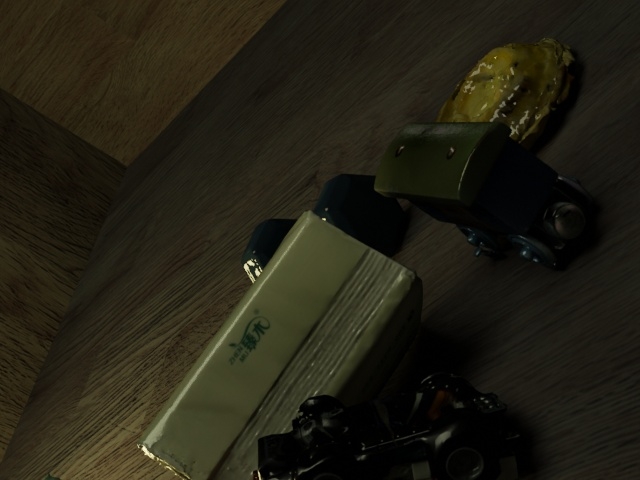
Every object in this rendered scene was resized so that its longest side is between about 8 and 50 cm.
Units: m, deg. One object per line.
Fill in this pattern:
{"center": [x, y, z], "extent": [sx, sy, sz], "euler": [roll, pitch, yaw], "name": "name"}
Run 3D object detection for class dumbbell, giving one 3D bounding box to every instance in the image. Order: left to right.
{"center": [0.000, 0.000, 2.149], "extent": [0.325, 0.160, 0.144], "euler": [-27, 63, 54], "name": "dumbbell"}

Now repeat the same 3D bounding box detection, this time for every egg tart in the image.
{"center": [0.260, -0.198, 1.905], "extent": [0.279, 0.095, 0.279], "euler": [-49, 19, 24], "name": "egg tart"}

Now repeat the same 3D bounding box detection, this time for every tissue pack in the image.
{"center": [-0.039, 0.185, 1.703], "extent": [0.380, 0.207, 0.297], "euler": [-55, -13, -13], "name": "tissue pack"}

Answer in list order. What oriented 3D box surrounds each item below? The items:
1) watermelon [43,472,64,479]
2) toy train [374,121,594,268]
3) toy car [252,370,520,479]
{"center": [-0.326, 0.487, 2.015], "extent": [0.302, 0.264, 0.151], "euler": [-10, 51, 60], "name": "watermelon"}
{"center": [0.212, -0.067, 1.651], "extent": [0.131, 0.202, 0.300], "euler": [-59, 19, -7], "name": "toy train"}
{"center": [0.070, 0.240, 1.455], "extent": [0.301, 0.118, 0.193], "euler": [-14, 18, 1], "name": "toy car"}
